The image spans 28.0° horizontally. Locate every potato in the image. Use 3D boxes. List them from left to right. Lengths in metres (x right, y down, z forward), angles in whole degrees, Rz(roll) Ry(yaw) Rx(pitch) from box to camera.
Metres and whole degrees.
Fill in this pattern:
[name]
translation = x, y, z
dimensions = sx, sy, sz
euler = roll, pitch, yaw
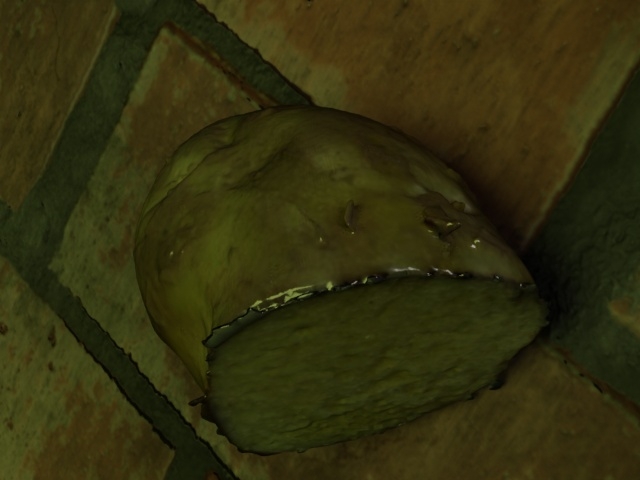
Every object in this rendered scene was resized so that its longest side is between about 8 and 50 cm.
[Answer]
[potato]
translation = 0.000, 0.000, 1.004
dimensions = 0.301, 0.288, 0.237
euler = 103, 159, -57
